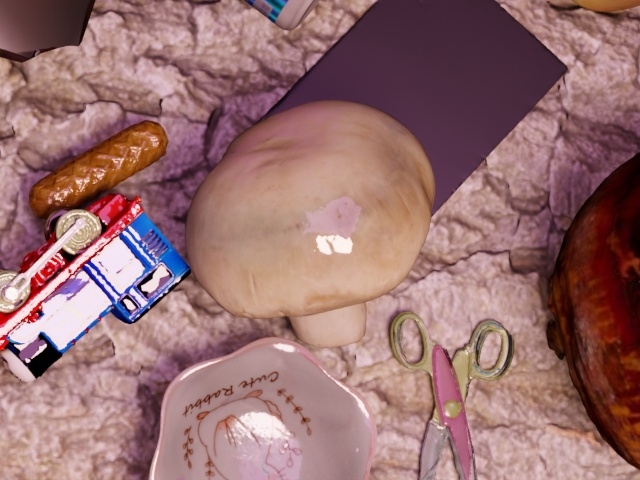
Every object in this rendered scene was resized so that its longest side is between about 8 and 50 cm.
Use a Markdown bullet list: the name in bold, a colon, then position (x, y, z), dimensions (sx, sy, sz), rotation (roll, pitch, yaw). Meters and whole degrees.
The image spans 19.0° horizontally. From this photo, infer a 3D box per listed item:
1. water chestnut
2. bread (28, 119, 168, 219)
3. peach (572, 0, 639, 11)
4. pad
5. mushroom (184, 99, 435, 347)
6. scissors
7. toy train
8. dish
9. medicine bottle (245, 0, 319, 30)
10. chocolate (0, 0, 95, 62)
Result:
- **water chestnut**: position (0.355, 0.072, 1.867), dimensions (0.350, 0.302, 0.350), rotation (21, 60, -40)
- **bread**: position (-0.218, -0.070, 1.883), dimensions (0.157, 0.052, 0.044), rotation (-32, 86, -18)
- **peach**: position (0.311, -0.335, 2.011), dimensions (0.184, 0.184, 0.184), rotation (3, 75, -11)
- **pad**: position (0.096, -0.148, 1.999), dimensions (0.202, 0.005, 0.300), rotation (42, 71, 2)
- **mushroom**: position (0.000, 0.000, 1.835), dimensions (0.260, 0.254, 0.234), rotation (-27, 120, -16)
- **scissors**: position (0.130, 0.165, 1.913), dimensions (0.133, 0.020, 0.187), rotation (8, 73, -15)
- **toy train**: position (-0.236, 0.047, 1.823), dimensions (0.204, 0.083, 0.131), rotation (-42, 104, -12)
- **dish**: position (-0.061, 0.209, 1.831), dimensions (0.229, 0.081, 0.229), rotation (3, 77, -14)
- **medicine bottle**: position (-0.075, -0.310, 1.950), dimensions (0.191, 0.107, 0.107), rotation (38, 71, -1)
- **chocolate**: position (-0.375, -0.335, 1.807), dimensions (0.326, 0.297, 0.314), rotation (20, 78, -25)
